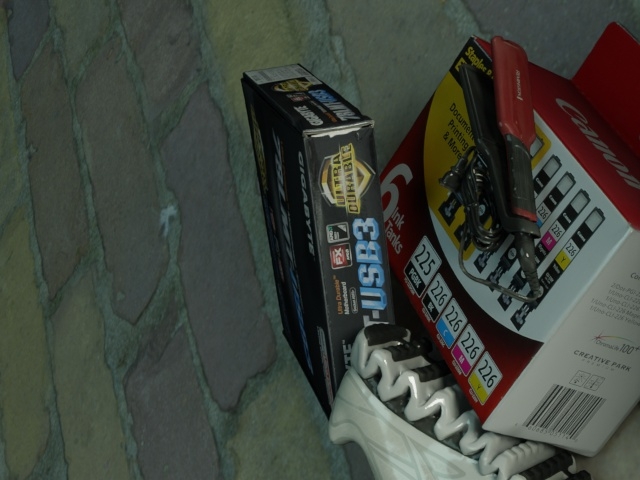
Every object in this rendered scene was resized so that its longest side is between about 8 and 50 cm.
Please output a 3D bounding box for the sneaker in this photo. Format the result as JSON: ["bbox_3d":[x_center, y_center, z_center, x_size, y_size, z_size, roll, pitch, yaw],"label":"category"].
[{"bbox_3d":[0.122,0.194,1.125,0.292,0.110,0.118,41,111,30],"label":"sneaker"}]

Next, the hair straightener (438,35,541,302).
[{"bbox_3d":[0.138,-0.049,1.097,0.089,0.047,0.230,-36,50,42],"label":"hair straightener"}]

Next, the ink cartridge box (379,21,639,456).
[{"bbox_3d":[0.195,-0.029,1.156,0.272,0.130,0.309,-57,34,22],"label":"ink cartridge box"}]

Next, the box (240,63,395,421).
[{"bbox_3d":[0.000,0.000,1.313,0.293,0.073,0.296,-123,24,-69],"label":"box"}]
